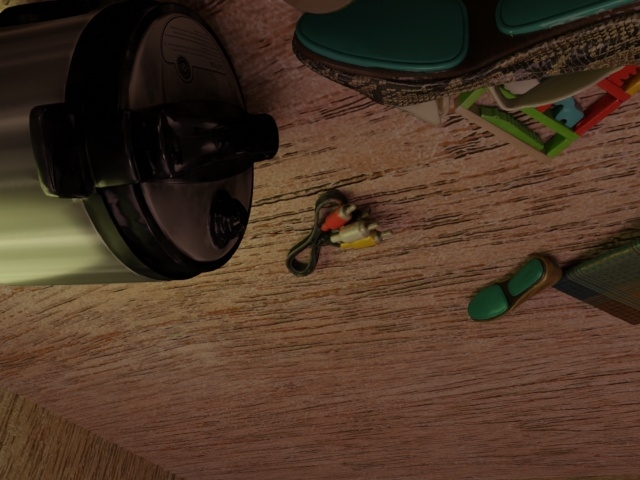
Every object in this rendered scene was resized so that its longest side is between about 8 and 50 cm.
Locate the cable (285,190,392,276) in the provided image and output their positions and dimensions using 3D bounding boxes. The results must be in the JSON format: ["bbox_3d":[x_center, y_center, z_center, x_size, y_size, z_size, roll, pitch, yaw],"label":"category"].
[{"bbox_3d":[0.000,0.000,1.085,0.139,0.072,0.287,36,133,-23],"label":"cable"}]

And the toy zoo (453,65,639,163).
[{"bbox_3d":[0.354,-0.244,0.762,0.192,0.030,0.293,24,138,-18],"label":"toy zoo"}]

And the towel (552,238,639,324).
[{"bbox_3d":[0.670,0.060,1.040,0.271,0.040,0.370,24,148,-18],"label":"towel"}]

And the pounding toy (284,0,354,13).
[{"bbox_3d":[-0.007,-0.384,0.617,0.237,0.110,0.183,47,144,-2],"label":"pounding toy"}]

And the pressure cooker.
[{"bbox_3d":[-0.269,-0.121,0.748,0.420,0.370,0.376,-2,144,17],"label":"pressure cooker"}]

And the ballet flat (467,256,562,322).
[{"bbox_3d":[0.412,0.115,1.158,0.073,0.080,0.232,10,145,-28],"label":"ballet flat"}]

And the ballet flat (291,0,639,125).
[{"bbox_3d":[0.207,-0.231,0.687,0.482,0.164,0.182,-3,147,21],"label":"ballet flat"}]
